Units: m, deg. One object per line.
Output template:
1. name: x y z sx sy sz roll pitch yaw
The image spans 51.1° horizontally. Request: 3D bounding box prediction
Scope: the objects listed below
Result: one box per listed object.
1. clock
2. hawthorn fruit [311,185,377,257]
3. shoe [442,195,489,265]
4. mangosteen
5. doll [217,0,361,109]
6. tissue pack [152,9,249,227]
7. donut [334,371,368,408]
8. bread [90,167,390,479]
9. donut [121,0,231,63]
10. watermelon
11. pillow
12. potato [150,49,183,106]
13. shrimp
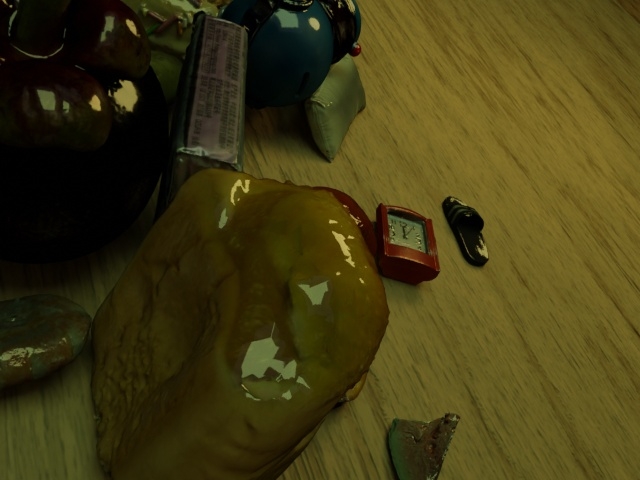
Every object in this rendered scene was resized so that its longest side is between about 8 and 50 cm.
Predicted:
1. clock: 0.155 0.005 1.250 0.113 0.061 0.155 17 42 -13
2. hawthorn fruit: 0.000 0.000 1.108 0.196 0.197 0.225 30 19 1
3. shoe: 0.307 -0.032 1.366 0.071 0.049 0.179 7 48 -22
4. mangosteen: -0.362 -0.174 0.879 0.382 0.435 0.382 20 56 -33
5. doll: -0.065 -0.391 1.292 0.240 0.284 0.310 43 49 15
6. tissue pack: -0.188 -0.159 1.080 0.122 0.259 0.361 11 48 -13
7. donut: 0.001 0.189 1.000 0.140 0.059 0.141 15 46 -16
8. bread: -0.085 0.125 0.802 0.250 0.394 0.361 14 40 -38
9. donut: -0.315 -0.545 1.445 0.307 0.150 0.371 20 45 -9
10. watermelon: 0.147 0.305 0.968 0.101 0.080 0.155 18 60 1
11. pillow: 0.037 -0.290 1.424 0.144 0.078 0.254 61 34 -28
12. potato: -0.344 -0.289 1.226 0.149 0.113 0.251 32 29 22
13. shrimp: -0.443 0.136 0.817 0.316 0.062 0.164 -18 33 -26
